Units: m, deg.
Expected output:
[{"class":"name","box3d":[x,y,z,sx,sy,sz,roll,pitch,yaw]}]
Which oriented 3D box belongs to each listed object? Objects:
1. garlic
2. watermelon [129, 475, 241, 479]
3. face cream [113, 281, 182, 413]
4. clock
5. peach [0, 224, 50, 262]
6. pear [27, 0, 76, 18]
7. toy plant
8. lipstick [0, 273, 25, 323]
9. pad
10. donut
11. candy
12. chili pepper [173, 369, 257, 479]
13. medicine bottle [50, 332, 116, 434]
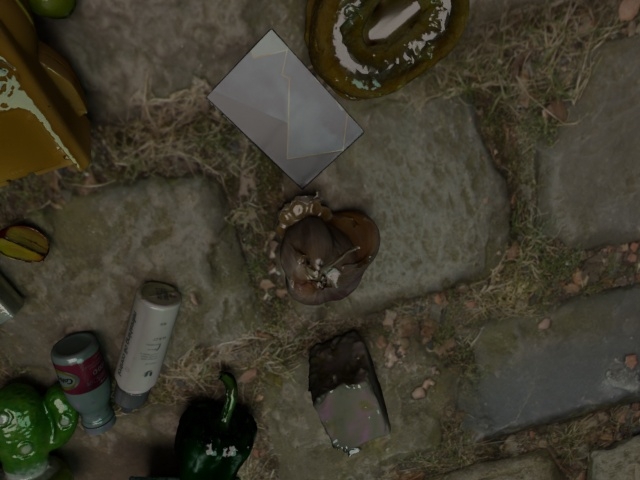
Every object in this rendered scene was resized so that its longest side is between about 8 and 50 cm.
[{"class":"garlic","box3d":[0.000,0.000,0.891,0.207,0.257,0.207,0,73,-1]},{"class":"watermelon","box3d":[-0.344,0.672,1.181,0.258,0.229,0.387,-13,145,34]},{"class":"face cream","box3d":[-0.364,0.235,1.017,0.092,0.092,0.311,16,114,-14]},{"class":"clock","box3d":[-0.480,-0.227,0.663,0.244,0.200,0.317,-21,146,-9]},{"class":"peach","box3d":[-0.539,0.003,0.904,0.083,0.050,0.077,6,139,1]},{"class":"pear","box3d":[-0.399,-0.371,0.724,0.092,0.092,0.097,-29,157,8]},{"class":"toy plant","box3d":[-0.638,0.450,1.064,0.224,0.184,0.316,2,100,-15]},{"class":"lipstick","box3d":[-0.649,0.042,0.896,0.077,0.079,0.253,-26,117,5]},{"class":"pad","box3d":[-0.058,-0.221,0.879,0.163,0.004,0.243,-42,113,13]},{"class":"donut","box3d":[0.098,-0.344,0.770,0.261,0.128,0.208,-39,113,10]},{"class":"candy","box3d":[0.060,0.325,1.060,0.137,0.185,0.195,-19,117,7]},{"class":"chili pepper","box3d":[-0.228,0.421,1.086,0.173,0.165,0.261,17,111,-2]},{"class":"medicine bottle","box3d":[-0.485,0.302,1.034,0.090,0.090,0.217,-6,116,-4]}]
